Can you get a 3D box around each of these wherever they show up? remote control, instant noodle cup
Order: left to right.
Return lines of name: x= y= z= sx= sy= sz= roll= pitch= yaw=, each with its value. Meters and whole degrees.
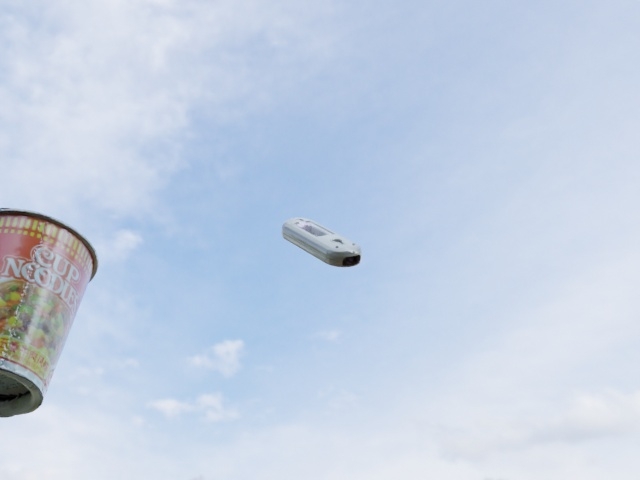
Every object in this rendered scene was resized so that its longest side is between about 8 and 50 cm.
instant noodle cup: x=-0.393 y=0.098 z=1.060 sx=0.193 sy=0.212 sz=0.193 roll=1 pitch=-39 yaw=1
remote control: x=0.000 y=0.000 z=1.645 sx=0.078 sy=0.221 sz=0.042 roll=-8 pitch=-68 yaw=-33
